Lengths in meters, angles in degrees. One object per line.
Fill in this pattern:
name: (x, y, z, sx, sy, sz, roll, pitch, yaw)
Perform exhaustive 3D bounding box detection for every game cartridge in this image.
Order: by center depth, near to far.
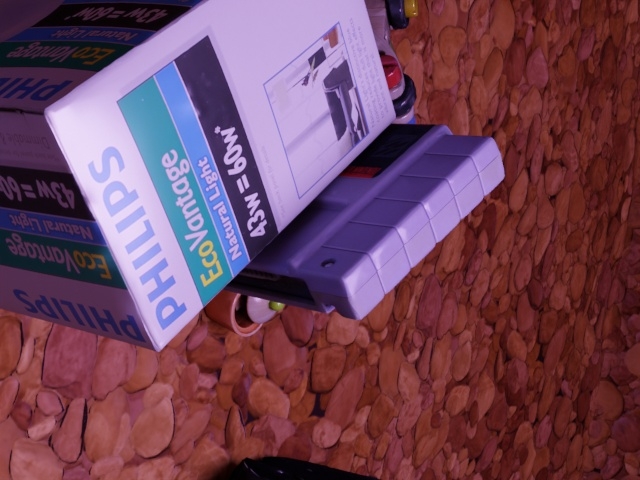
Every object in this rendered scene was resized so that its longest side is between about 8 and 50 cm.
game cartridge: (-0.024, -0.037, 1.023, 0.230, 0.355, 0.068, -46, 124, -29)

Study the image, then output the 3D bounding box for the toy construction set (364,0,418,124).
toy construction set: (-0.015, -0.272, 1.317, 0.309, 0.257, 0.237, 37, 54, -41)

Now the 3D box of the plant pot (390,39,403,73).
plant pot: (0.083, -0.253, 1.542, 0.083, 0.083, 0.079, -29, 111, -46)

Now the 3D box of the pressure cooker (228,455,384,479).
pressure cooker: (0.002, 0.537, 1.431, 0.375, 0.369, 0.421, 35, 72, -77)

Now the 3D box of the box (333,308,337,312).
box: (0.000, 0.000, 1.455, 0.091, 0.130, 0.171, -43, 132, -38)

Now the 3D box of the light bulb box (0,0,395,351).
light bulb box: (-0.187, -0.122, 0.972, 0.361, 0.357, 0.225, -46, 130, -36)

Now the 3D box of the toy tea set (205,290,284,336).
toy tea set: (-0.137, 0.014, 1.279, 0.336, 0.124, 0.200, 26, 80, -53)
